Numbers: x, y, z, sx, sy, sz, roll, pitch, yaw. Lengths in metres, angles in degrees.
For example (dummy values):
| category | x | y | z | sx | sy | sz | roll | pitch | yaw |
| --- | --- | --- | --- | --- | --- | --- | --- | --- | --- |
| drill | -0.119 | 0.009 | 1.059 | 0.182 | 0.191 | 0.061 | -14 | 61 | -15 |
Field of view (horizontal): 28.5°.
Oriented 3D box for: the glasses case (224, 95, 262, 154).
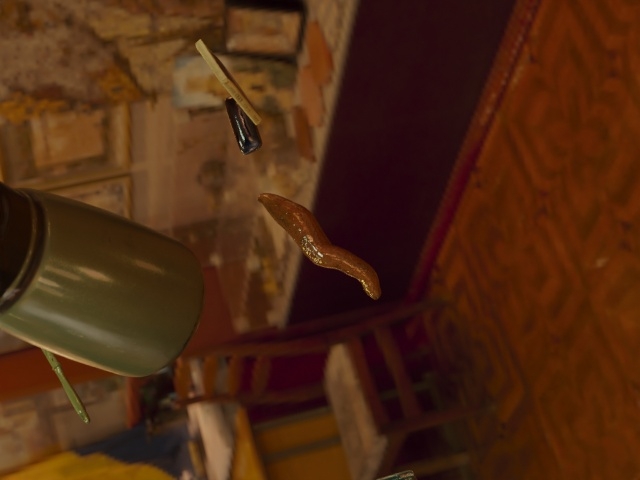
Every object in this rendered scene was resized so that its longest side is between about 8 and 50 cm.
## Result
| category | x | y | z | sx | sy | sz | roll | pitch | yaw |
| --- | --- | --- | --- | --- | --- | --- | --- | --- | --- |
| glasses case | -0.106 | -0.160 | 1.722 | 0.023 | 0.033 | 0.083 | -7 | -103 | -67 |

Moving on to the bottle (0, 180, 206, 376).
| category | x | y | z | sx | sy | sz | roll | pitch | yaw |
| --- | --- | --- | --- | --- | --- | --- | --- | --- | --- |
| bottle | -0.289 | 0.029 | 1.315 | 0.168 | 0.347 | 0.168 | -17 | 62 | 35 |

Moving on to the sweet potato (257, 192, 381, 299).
| category | x | y | z | sx | sy | sz | roll | pitch | yaw |
| --- | --- | --- | --- | --- | --- | --- | --- | --- | --- |
| sweet potato | -0.003 | 0.003 | 1.377 | 0.179 | 0.044 | 0.044 | 39 | 150 | 17 |

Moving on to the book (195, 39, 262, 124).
| category | x | y | z | sx | sy | sz | roll | pitch | yaw |
| --- | --- | --- | --- | --- | --- | --- | --- | --- | --- |
| book | -0.115 | -0.199 | 1.591 | 0.077 | 0.014 | 0.111 | 55 | -177 | 32 |

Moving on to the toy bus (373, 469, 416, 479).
| category | x | y | z | sx | sy | sz | roll | pitch | yaw |
| --- | --- | --- | --- | --- | --- | --- | --- | --- | --- |
| toy bus | 0.086 | 0.401 | 1.379 | 0.147 | 0.128 | 0.256 | 64 | -170 | -50 |

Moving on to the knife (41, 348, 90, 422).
| category | x | y | z | sx | sy | sz | roll | pitch | yaw |
| --- | --- | --- | --- | --- | --- | --- | --- | --- | --- |
| knife | -0.406 | 0.204 | 1.962 | 0.207 | 0.014 | 0.030 | 52 | 149 | 29 |
